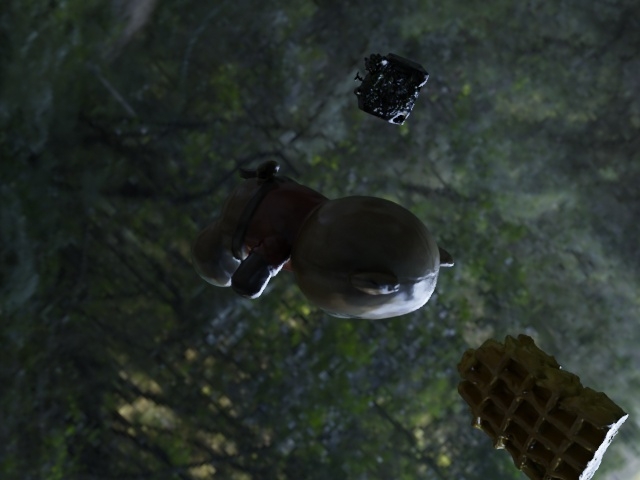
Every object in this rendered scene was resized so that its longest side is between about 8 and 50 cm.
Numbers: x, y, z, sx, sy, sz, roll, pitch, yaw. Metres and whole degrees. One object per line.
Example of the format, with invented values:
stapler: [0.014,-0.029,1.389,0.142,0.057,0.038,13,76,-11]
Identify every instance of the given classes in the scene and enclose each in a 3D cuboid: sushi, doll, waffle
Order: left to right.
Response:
doll: [0.000,0.000,1.607,0.330,0.174,0.235,18,-164,26]
sushi: [0.090,-0.212,1.709,0.056,0.085,0.083,-107,-142,-66]
waffle: [0.255,0.202,1.524,0.055,0.211,0.160,-30,150,-38]
